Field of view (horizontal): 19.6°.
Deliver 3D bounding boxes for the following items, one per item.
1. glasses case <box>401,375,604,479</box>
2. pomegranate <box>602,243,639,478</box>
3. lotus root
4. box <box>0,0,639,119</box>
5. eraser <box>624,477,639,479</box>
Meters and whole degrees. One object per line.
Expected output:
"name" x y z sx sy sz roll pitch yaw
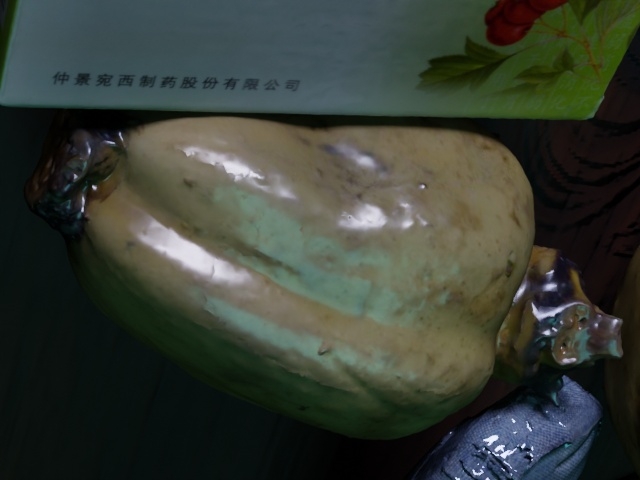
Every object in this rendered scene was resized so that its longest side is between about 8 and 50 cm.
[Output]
"glasses case" 0.055 0.161 0.933 0.109 0.067 0.282 -32 162 -39
"pomegranate" 0.270 0.054 0.845 0.281 0.281 0.281 -8 128 -11
"lotus root" 0.000 0.000 0.797 0.257 0.140 0.154 22 88 -23
"box" 0.014 -0.128 0.699 0.260 0.062 0.175 1 138 -21
"eraser" 0.224 0.254 1.090 0.210 0.092 0.274 -26 131 3
